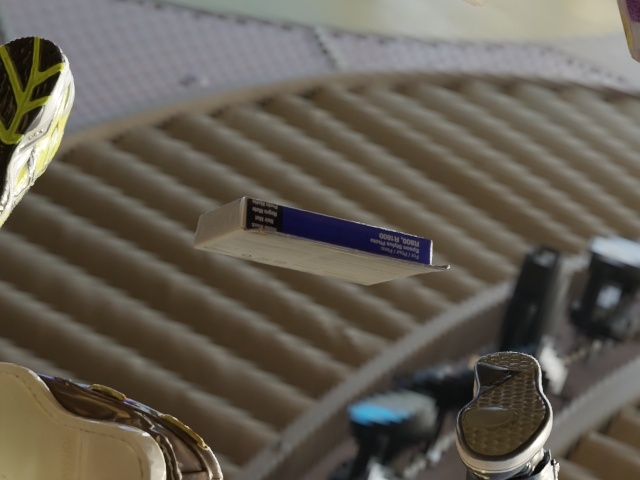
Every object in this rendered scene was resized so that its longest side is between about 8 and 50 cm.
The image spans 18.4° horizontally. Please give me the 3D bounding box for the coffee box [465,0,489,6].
[{"bbox_3d":[0.146,-0.454,2.461,0.297,0.119,0.168,62,-161,14],"label":"coffee box"}]

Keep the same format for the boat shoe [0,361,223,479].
[{"bbox_3d":[-0.222,0.188,1.859,0.097,0.116,0.324,3,-173,-42],"label":"boat shoe"}]

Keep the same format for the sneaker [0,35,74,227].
[{"bbox_3d":[-0.439,-0.083,2.666,0.145,0.384,0.147,28,168,22],"label":"sneaker"}]

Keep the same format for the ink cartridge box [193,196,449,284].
[{"bbox_3d":[0.000,0.000,2.143,0.223,0.045,0.224,12,171,-21],"label":"ink cartridge box"}]

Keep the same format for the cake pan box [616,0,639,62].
[{"bbox_3d":[0.396,-0.319,1.884,0.267,0.245,0.070,-14,-166,2],"label":"cake pan box"}]

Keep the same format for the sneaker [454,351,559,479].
[{"bbox_3d":[0.166,0.212,1.773,0.086,0.163,0.226,2,-164,10],"label":"sneaker"}]
